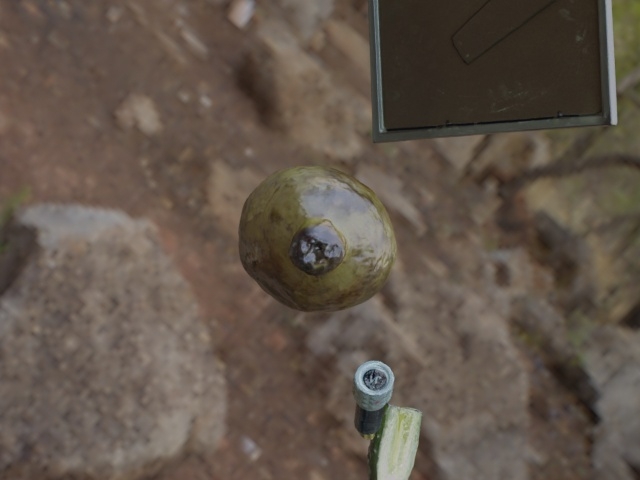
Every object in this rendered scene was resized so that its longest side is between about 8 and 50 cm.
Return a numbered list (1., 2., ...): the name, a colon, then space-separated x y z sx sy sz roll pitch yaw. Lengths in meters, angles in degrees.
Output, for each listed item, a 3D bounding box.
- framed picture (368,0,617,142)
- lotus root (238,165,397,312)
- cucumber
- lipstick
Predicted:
1. framed picture: 0.178 -0.217 1.884 0.016 0.289 0.213 -2 89 -56
2. lotus root: 0.000 0.000 1.481 0.138 0.138 0.214 40 -2 -7
3. cucumber: 0.069 0.224 1.851 0.035 0.107 0.067 9 -4 38
4. lipstick: 0.043 0.148 1.569 0.037 0.037 0.116 49 -22 22
